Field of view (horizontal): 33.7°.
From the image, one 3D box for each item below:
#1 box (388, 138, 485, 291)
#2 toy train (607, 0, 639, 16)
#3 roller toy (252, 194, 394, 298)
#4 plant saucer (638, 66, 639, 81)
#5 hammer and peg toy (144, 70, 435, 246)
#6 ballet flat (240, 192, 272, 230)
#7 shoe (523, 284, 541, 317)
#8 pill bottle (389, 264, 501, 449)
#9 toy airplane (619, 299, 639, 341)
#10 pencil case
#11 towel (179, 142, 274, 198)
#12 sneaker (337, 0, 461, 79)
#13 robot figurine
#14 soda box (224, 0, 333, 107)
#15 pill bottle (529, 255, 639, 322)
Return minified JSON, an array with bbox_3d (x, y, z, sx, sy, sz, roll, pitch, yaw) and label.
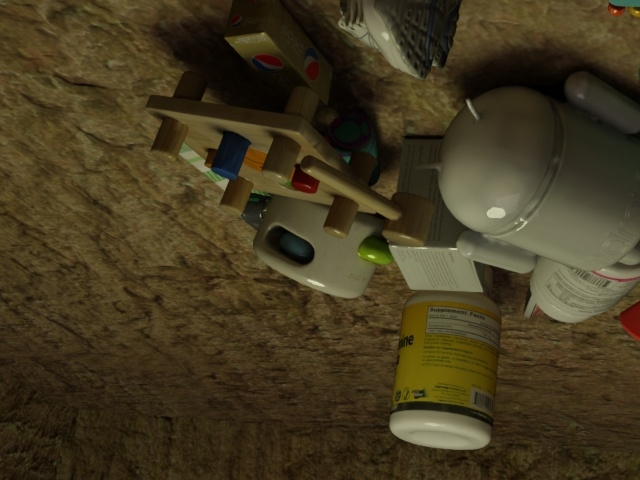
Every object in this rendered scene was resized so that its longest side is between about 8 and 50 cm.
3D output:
[{"bbox_3d":[0.186,-0.036,1.594,0.119,0.181,0.182,3,157,18],"label":"box"},{"bbox_3d":[0.352,-0.292,1.084,0.166,0.046,0.125,-16,146,41],"label":"toy train"},{"bbox_3d":[0.000,0.000,1.622,0.191,0.146,0.209,23,-172,-16],"label":"roller toy"},{"bbox_3d":[0.458,-0.142,1.280,0.195,0.037,0.195,37,179,1],"label":"plant saucer"},{"bbox_3d":[-0.031,-0.109,1.394,0.361,0.127,0.266,12,164,32],"label":"hammer and peg toy"},{"bbox_3d":[-0.056,-0.021,1.784,0.074,0.074,0.203,-9,149,38],"label":"ballet flat"},{"bbox_3d":[0.436,0.107,2.003,0.081,0.063,0.178,12,154,6],"label":"shoe"},{"bbox_3d":[0.237,0.205,1.964,0.187,0.334,0.188,8,158,3],"label":"pill bottle"},{"bbox_3d":[0.703,0.124,1.661,0.386,0.272,0.384,9,158,1],"label":"toy airplane"},{"bbox_3d":[0.051,-0.132,1.567,0.070,0.064,0.152,43,169,21],"label":"pencil case"},{"bbox_3d":[-0.075,-0.101,1.732,0.247,0.038,0.325,-3,156,29],"label":"towel"},{"bbox_3d":[0.072,-0.236,1.129,0.129,0.111,0.297,15,-172,10],"label":"sneaker"},{"bbox_3d":[0.303,-0.082,1.407,0.353,0.200,0.300,19,116,-23],"label":"robot figurine"},{"bbox_3d":[-0.049,-0.238,1.348,0.058,0.061,0.181,-2,156,26],"label":"soda box"},{"bbox_3d":[0.431,0.026,1.678,0.160,0.160,0.283,9,159,-1],"label":"pill bottle"}]
